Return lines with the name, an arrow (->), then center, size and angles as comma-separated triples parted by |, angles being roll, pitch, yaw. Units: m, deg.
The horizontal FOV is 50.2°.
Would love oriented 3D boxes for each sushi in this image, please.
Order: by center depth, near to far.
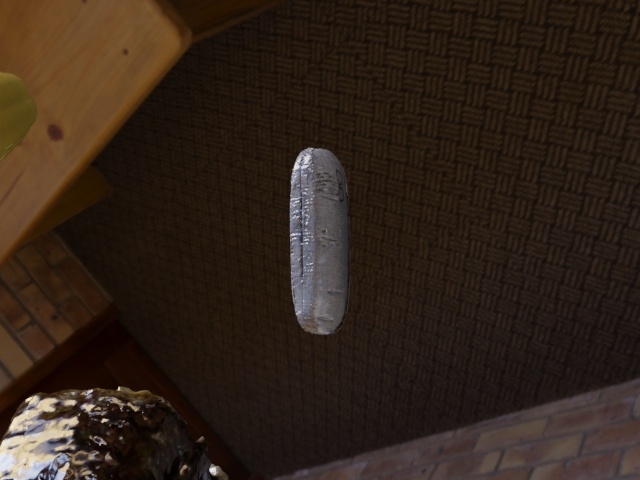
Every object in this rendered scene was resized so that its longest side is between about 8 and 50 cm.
sushi -> -0.186, 0.276, 0.637 | 0.196, 0.182, 0.343 | -7, 131, 5

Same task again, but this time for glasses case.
glasses case -> 0.000, 0.000, 1.031 | 0.067, 0.109, 0.282 | -6, 82, 33

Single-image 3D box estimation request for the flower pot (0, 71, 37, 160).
flower pot -> -0.629, -0.226, 1.242 | 0.195, 0.179, 0.195 | 8, 120, 14
